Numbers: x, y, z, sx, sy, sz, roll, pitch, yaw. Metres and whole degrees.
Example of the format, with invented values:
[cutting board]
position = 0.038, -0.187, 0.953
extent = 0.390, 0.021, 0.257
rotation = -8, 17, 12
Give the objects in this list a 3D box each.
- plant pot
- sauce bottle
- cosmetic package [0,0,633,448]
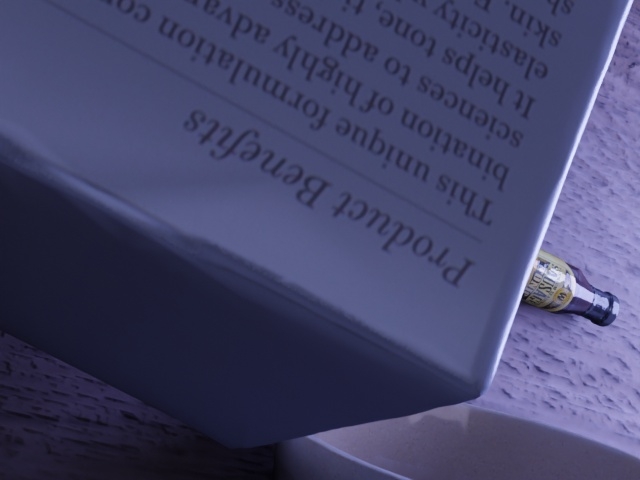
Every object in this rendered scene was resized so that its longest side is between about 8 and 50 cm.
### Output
[plant pot]
position = 0.073, 0.254, 0.794
extent = 0.257, 0.256, 0.274
rotation = 9, 96, -30
[sauce bottle]
position = 0.165, 0.029, 0.968
extent = 0.128, 0.042, 0.042
rotation = 22, 74, -26
[cosmetic package]
position = -0.058, -0.148, 0.662
extent = 0.329, 0.327, 0.393
rotation = 29, 70, -13
